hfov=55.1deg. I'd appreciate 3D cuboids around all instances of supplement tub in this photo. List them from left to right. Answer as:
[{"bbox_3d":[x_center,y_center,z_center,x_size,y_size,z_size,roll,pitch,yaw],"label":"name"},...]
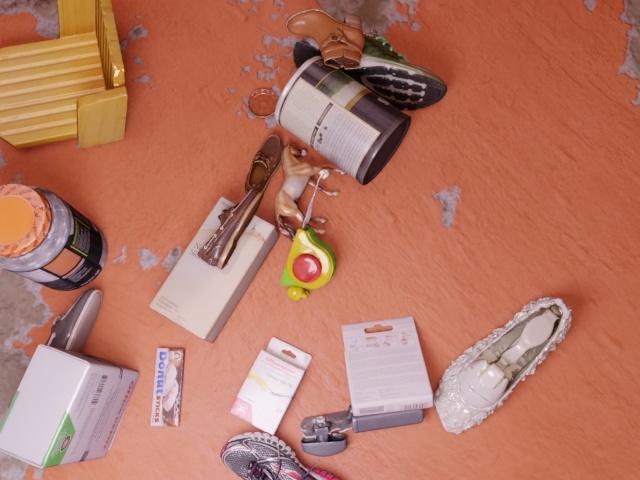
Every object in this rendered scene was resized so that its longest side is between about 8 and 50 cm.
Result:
[{"bbox_3d":[-0.626,-0.004,1.388,0.194,0.316,0.193,0,74,1],"label":"supplement tub"}]

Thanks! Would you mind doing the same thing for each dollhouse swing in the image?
[{"bbox_3d":[-0.670,-0.433,1.534,0.305,0.315,0.346,-8,74,-22],"label":"dollhouse swing"}]

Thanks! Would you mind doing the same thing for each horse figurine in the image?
[{"bbox_3d":[-0.048,-0.113,1.536,0.175,0.066,0.263,21,74,-3],"label":"horse figurine"}]

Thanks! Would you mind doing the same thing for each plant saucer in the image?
[{"bbox_3d":[-0.153,-0.363,1.635,0.084,0.013,0.083,0,75,0],"label":"plant saucer"}]

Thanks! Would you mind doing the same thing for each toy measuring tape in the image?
[{"bbox_3d":[0.000,0.000,1.445,0.122,0.121,0.329,21,105,7],"label":"toy measuring tape"}]

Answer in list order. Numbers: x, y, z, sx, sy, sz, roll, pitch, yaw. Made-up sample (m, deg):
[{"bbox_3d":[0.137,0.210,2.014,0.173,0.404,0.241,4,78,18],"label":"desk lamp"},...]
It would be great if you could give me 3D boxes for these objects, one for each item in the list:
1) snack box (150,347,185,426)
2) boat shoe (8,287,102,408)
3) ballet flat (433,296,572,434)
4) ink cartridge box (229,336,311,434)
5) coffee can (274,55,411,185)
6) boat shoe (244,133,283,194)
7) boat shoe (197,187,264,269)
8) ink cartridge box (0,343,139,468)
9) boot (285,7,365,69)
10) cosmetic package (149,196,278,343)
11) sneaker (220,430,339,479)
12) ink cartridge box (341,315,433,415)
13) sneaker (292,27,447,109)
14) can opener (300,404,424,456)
[{"bbox_3d":[-0.357,0.344,1.440,0.064,0.022,0.178,0,75,2],"label":"snack box"},{"bbox_3d":[-0.616,0.258,1.423,0.096,0.112,0.335,20,79,1],"label":"boat shoe"},{"bbox_3d":[0.414,0.267,1.393,0.409,0.147,0.147,-43,78,-9],"label":"ballet flat"},{"bbox_3d":[-0.111,0.330,1.416,0.115,0.067,0.198,25,77,7],"label":"ink cartridge box"},{"bbox_3d":[0.054,-0.295,1.516,0.275,0.201,0.201,37,78,10],"label":"coffee can"},{"bbox_3d":[-0.142,-0.195,1.564,0.064,0.060,0.177,21,76,6],"label":"boat shoe"},{"bbox_3d":[-0.205,-0.037,1.400,0.073,0.073,0.206,29,77,6],"label":"boat shoe"},{"bbox_3d":[-0.523,0.351,1.305,0.122,0.289,0.211,18,76,9],"label":"ink cartridge box"},{"bbox_3d":[0.010,-0.485,1.492,0.197,0.073,0.152,0,63,3],"label":"boot"},{"bbox_3d":[-0.248,0.072,1.468,0.160,0.113,0.309,28,78,8],"label":"cosmetic package"},{"bbox_3d":[-0.082,0.517,1.321,0.299,0.112,0.120,25,111,9],"label":"sneaker"},{"bbox_3d":[0.148,0.287,1.418,0.181,0.056,0.224,-6,42,-1],"label":"ink cartridge box"},{"bbox_3d":[0.145,-0.483,1.602,0.411,0.158,0.182,21,68,4],"label":"sneaker"},{"bbox_3d":[0.094,0.424,1.399,0.284,0.076,0.095,-8,107,-2],"label":"can opener"}]
